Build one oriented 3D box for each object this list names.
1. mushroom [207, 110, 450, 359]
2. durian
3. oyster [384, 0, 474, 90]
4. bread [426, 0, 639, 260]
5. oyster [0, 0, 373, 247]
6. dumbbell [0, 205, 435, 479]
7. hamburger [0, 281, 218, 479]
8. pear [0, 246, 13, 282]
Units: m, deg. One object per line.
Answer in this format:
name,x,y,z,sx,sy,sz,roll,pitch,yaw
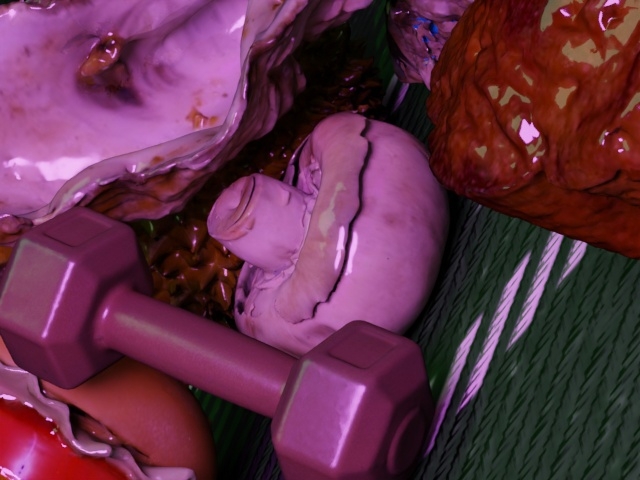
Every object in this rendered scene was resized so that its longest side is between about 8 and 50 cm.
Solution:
mushroom,0.000,0.000,1.059,0.154,0.122,0.154,-55,23,36
durian,-0.086,-0.065,1.256,0.258,0.258,0.293,-55,6,23
oyster,0.110,-0.190,1.112,0.259,0.092,0.198,-43,22,26
bread,0.144,-0.099,0.738,0.232,0.135,0.247,-58,15,12
oyster,-0.083,-0.098,1.071,0.341,0.166,0.110,-42,-29,-13
dumbbell,-0.054,0.057,0.961,0.092,0.230,0.082,-34,-42,-49
hamburger,-0.182,0.136,1.128,0.212,0.274,0.274,-65,16,-16
pear,-0.372,0.007,1.795,0.362,0.362,0.418,-60,22,4
